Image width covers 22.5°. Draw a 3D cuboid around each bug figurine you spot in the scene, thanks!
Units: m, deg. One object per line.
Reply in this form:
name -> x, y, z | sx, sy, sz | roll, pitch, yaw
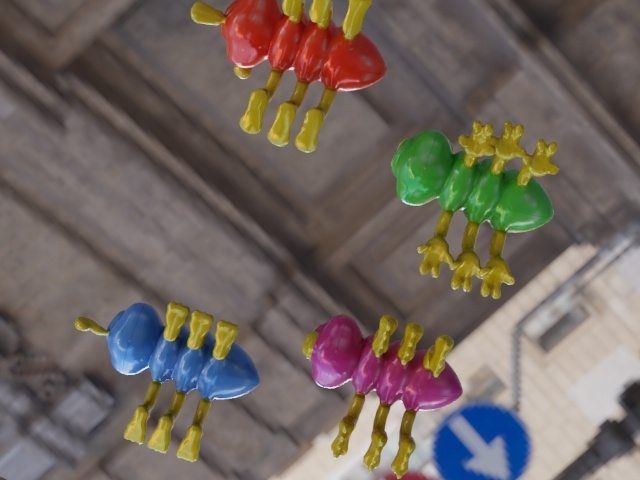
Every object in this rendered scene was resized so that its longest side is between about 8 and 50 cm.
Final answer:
bug figurine -> 0.000, 0.000, 0.867 | 0.216, 0.279, 0.072 | 23, -161, 0

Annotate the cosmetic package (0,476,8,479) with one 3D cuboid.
cosmetic package -> -0.150, 0.109, 0.604 | 0.115, 0.060, 0.041 | 39, -139, -47
